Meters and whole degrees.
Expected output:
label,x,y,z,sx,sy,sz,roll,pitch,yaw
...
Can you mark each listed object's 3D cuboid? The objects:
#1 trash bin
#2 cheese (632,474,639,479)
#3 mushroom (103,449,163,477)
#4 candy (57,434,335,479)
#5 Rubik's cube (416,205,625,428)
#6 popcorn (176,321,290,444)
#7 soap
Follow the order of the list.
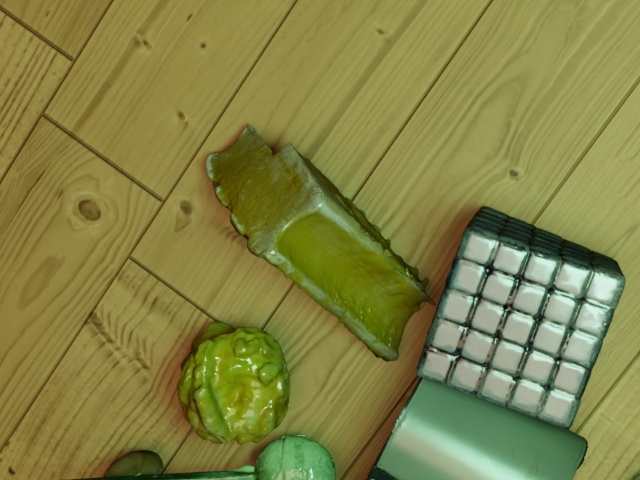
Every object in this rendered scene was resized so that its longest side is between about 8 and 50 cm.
label,x,y,z,sx,sy,sz,roll,pitch,yaw
trash bin,0.233,0.331,1.756,0.263,0.277,0.217,28,144,10
cheese,0.588,0.454,1.708,0.174,0.251,0.248,-43,100,-3
mushroom,-0.240,0.506,1.922,0.128,0.128,0.350,-29,89,13
candy,-0.196,0.375,1.862,0.440,0.119,0.119,-2,97,-3
Rubik's cube,0.292,0.107,1.710,0.237,0.237,0.238,20,101,6
popcorn,-0.138,0.227,1.856,0.198,0.155,0.197,0,92,-9
soap,0.000,0.000,1.852,0.169,0.304,0.339,-43,128,7
